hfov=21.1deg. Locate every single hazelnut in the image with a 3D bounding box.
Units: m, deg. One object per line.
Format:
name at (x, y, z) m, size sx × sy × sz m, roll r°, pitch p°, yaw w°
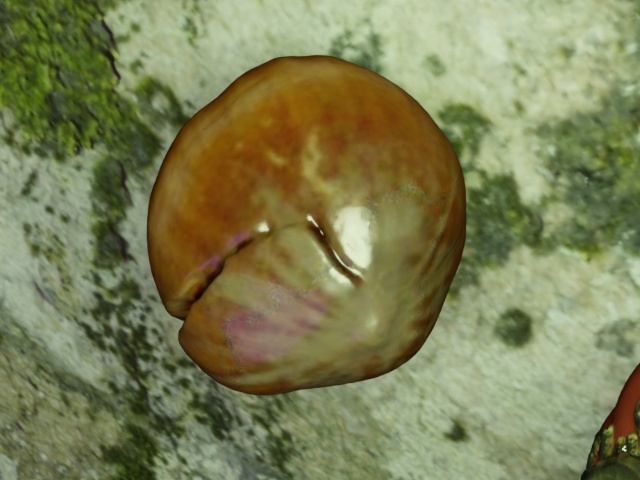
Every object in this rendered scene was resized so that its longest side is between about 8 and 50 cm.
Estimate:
hazelnut at (0.000, 0.000, 0.908) m, size 0.182 × 0.182 × 0.182 m, roll 22°, pitch 137°, yaw 23°

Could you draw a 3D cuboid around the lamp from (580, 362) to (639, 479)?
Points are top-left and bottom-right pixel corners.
lamp at (0.229, 0.143, 0.822) m, size 0.227 × 0.227 × 0.227 m, roll 22°, pitch 137°, yaw 23°
